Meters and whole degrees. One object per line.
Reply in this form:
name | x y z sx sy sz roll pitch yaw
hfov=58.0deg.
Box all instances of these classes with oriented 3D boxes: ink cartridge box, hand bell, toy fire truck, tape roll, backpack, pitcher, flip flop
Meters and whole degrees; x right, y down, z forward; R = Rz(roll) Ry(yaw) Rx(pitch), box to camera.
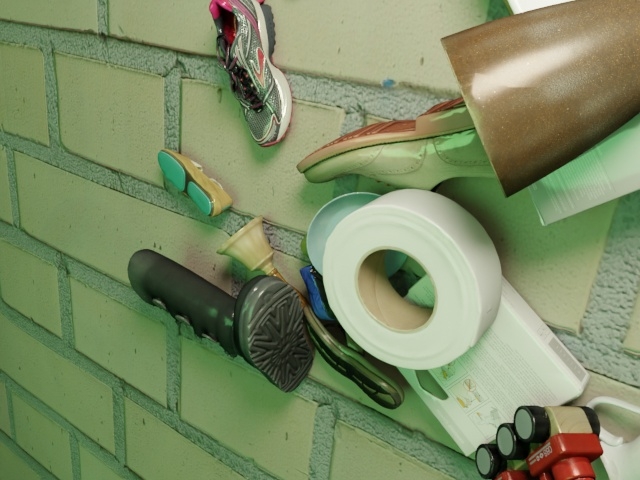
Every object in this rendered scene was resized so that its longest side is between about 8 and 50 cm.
ink cartridge box | 0.262 0.192 1.014 0.296 0.066 0.261 52 128 13
hand bell | -0.099 0.078 1.241 0.242 0.126 0.126 51 128 -1
toy fire truck | 0.374 0.401 0.878 0.217 0.158 0.247 110 160 -45
tape roll | 0.144 0.064 0.942 0.286 0.100 0.286 15 117 32
backpack | 0.022 0.096 1.148 0.120 0.097 0.101 68 158 0
pitcher | 0.502 0.297 0.840 0.207 0.125 0.178 -44 69 49
flip flop | 0.067 0.223 1.157 0.277 0.080 0.112 35 154 31

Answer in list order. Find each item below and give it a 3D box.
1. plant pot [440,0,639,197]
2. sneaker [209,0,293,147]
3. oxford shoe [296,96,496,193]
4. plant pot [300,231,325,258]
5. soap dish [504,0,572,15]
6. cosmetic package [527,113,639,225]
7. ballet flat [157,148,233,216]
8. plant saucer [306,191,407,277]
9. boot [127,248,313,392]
plant pot | 0.293 -0.193 0.692 0.230 0.215 0.216 -22 90 19
sneaker | -0.145 -0.328 1.129 0.120 0.112 0.299 -9 99 38
oxford shoe | 0.126 -0.128 0.976 0.396 0.140 0.147 -7 109 41
plant pot | 0.000 0.000 1.150 0.079 0.083 0.083 -38 80 51
soap dish | 0.360 -0.403 0.725 0.290 0.118 0.229 -27 88 38
cosmetic package | 0.406 -0.117 0.774 0.237 0.127 0.107 -22 92 41
ballet flat | -0.285 -0.134 1.321 0.232 0.073 0.080 45 134 25
plant saucer | 0.070 -0.005 1.073 0.194 0.037 0.195 -1 116 -1
boot | -0.243 0.119 1.247 0.445 0.146 0.367 30 149 28
